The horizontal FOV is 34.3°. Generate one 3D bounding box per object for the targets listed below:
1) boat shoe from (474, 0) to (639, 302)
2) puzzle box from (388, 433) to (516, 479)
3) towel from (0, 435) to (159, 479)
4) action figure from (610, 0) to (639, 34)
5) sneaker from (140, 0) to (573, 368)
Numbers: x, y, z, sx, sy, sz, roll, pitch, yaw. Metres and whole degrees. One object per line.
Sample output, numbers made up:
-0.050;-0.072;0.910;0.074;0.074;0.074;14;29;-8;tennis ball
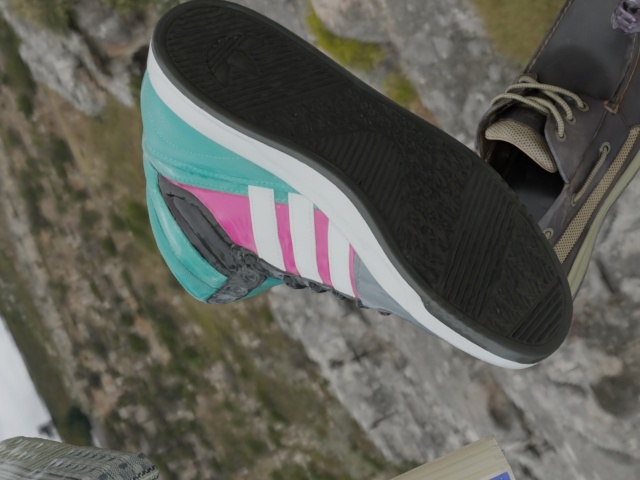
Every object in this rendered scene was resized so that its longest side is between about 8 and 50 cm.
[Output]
0.216;-0.085;0.950;0.132;0.355;0.130;17;178;37;boat shoe
0.117;0.403;1.034;0.052;0.272;0.409;-114;-1;-61;puzzle box
-0.317;0.255;0.834;0.324;0.312;0.056;-10;106;57;towel
0.213;-0.225;0.710;0.285;0.099;0.185;19;117;44;action figure
0.000;0.000;0.656;0.295;0.124;0.178;39;146;4;sneaker
